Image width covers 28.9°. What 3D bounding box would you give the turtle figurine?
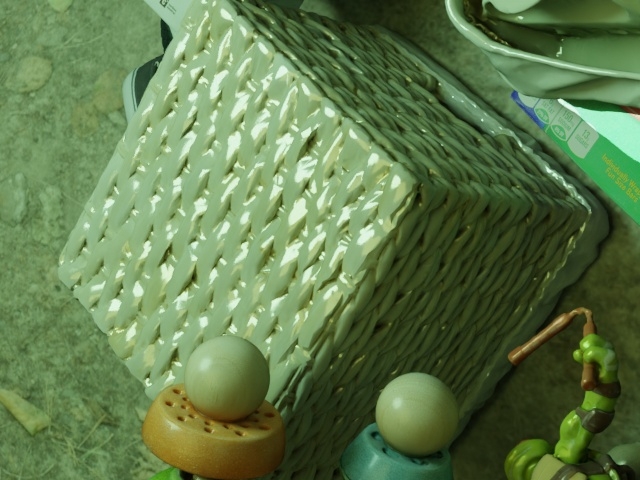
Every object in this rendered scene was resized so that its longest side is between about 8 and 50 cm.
[{"bbox_3d":[0.172,0.197,0.847,0.269,0.087,0.217,-66,20,10],"label":"turtle figurine"}]

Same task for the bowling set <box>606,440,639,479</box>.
[{"bbox_3d":[0.269,0.196,0.905,0.287,0.154,0.200,21,100,39],"label":"bowling set"}]

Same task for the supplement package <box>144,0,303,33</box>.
[{"bbox_3d":[-0.059,-0.350,1.080,0.175,0.177,0.293,46,122,16],"label":"supplement package"}]

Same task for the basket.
[{"bbox_3d":[0.000,0.000,1.082,0.328,0.266,0.331,47,114,34],"label":"basket"}]

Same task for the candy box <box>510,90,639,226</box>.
[{"bbox_3d":[0.336,-0.139,0.894,0.317,0.122,0.268,-54,54,23],"label":"candy box"}]

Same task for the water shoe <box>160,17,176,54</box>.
[{"bbox_3d":[-0.110,-0.177,1.318,0.073,0.080,0.203,110,139,-64],"label":"water shoe"}]

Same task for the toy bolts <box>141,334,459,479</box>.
[{"bbox_3d":[0.003,0.170,0.855,0.218,0.228,0.158,46,125,58],"label":"toy bolts"}]

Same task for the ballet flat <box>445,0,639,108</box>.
[{"bbox_3d":[0.224,-0.146,0.783,0.400,0.139,0.139,11,94,55],"label":"ballet flat"}]

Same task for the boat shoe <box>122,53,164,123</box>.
[{"bbox_3d":[-0.155,-0.102,1.350,0.076,0.080,0.228,-33,59,36],"label":"boat shoe"}]
